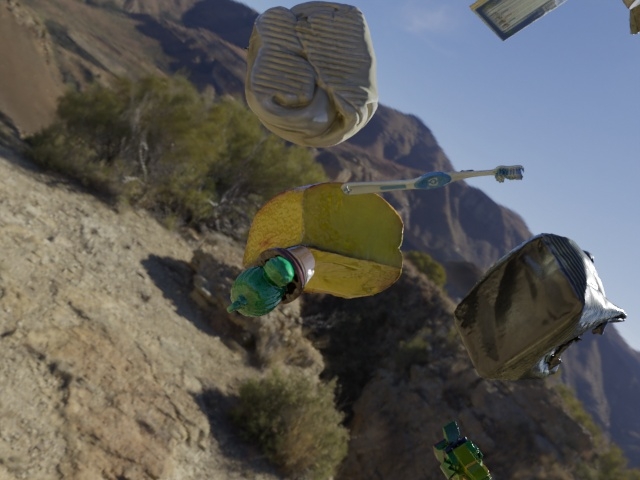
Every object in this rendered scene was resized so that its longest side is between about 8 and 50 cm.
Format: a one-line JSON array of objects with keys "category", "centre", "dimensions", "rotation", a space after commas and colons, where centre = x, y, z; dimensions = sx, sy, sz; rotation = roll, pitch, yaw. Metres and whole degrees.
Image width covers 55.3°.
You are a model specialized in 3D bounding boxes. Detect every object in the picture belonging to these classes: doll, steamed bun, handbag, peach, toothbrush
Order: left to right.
[{"category": "steamed bun", "centre": [-0.032, -0.412, 1.553], "dimensions": [0.342, 0.368, 0.255], "rotation": [7, -14, -10]}, {"category": "peach", "centre": [0.000, 0.000, 1.561], "dimensions": [0.380, 0.243, 0.306], "rotation": [6, -26, -15]}, {"category": "toothbrush", "centre": [0.227, -0.127, 1.284], "dimensions": [0.385, 0.040, 0.040], "rotation": [-2, -14, 22]}, {"category": "doll", "centre": [0.371, 0.575, 1.567], "dimensions": [0.186, 0.106, 0.134], "rotation": [55, -25, 32]}, {"category": "handbag", "centre": [0.487, 0.158, 1.352], "dimensions": [0.240, 0.341, 0.247], "rotation": [14, 40, -32]}]

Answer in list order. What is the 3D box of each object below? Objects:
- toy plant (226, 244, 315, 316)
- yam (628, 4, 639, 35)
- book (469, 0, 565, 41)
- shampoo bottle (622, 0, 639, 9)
[{"category": "toy plant", "centre": [-0.086, 0.072, 1.097], "dimensions": [0.105, 0.143, 0.200], "rotation": [52, 40, 1]}, {"category": "yam", "centre": [0.934, -0.730, 1.739], "dimensions": [0.154, 0.153, 0.255], "rotation": [-126, -166, -70]}, {"category": "book", "centre": [0.594, -0.706, 1.815], "dimensions": [0.322, 0.228, 0.018], "rotation": [2, 63, -58]}, {"category": "shampoo bottle", "centre": [0.770, -0.718, 1.592], "dimensions": [0.228, 0.055, 0.086], "rotation": [61, -2, 10]}]
